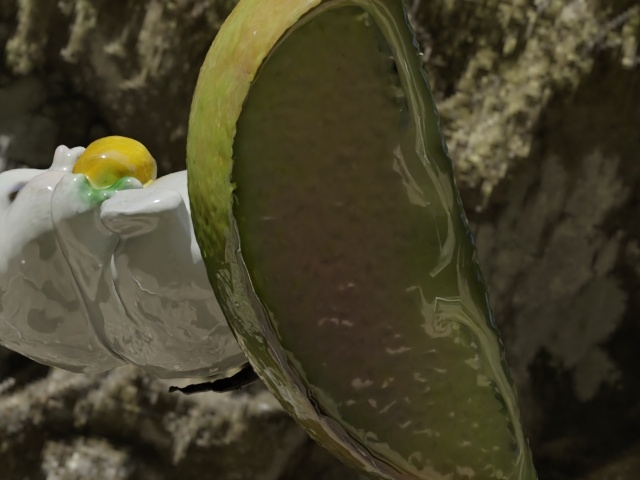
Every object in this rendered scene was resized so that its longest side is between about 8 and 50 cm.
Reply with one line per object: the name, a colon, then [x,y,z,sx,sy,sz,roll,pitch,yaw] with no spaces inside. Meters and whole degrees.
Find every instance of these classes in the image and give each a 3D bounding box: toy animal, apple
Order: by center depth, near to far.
apple: [0.000,0.000,0.662,0.120,0.265,0.193,-20,14,-13]
toy animal: [-0.143,0.019,0.884,0.325,0.154,0.208,-17,16,15]
